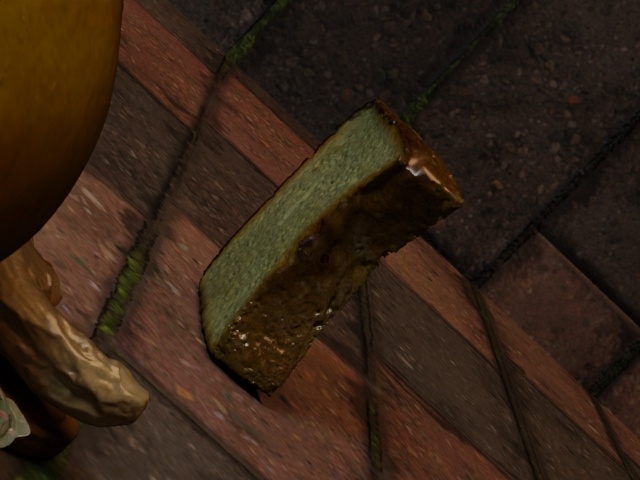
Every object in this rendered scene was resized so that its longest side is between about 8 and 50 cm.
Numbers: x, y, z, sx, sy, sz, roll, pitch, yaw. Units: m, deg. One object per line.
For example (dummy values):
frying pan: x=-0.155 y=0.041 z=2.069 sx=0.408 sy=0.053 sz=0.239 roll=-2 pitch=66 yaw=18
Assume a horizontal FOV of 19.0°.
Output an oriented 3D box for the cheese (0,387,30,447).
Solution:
cheese: x=-0.184 y=0.069 z=0.868 sx=0.121 sy=0.026 sz=0.067 roll=22 pitch=22 yaw=-40

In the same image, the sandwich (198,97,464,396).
sandwich: x=0.000 y=0.000 z=1.428 sx=0.065 sy=0.214 sz=0.186 roll=41 pitch=7 yaw=-16

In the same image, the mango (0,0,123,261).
mango: x=-0.220 y=-0.100 z=0.786 sx=0.445 sy=0.232 sz=0.300 roll=-67 pitch=147 yaw=-70

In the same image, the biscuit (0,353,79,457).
biscuit: x=-0.190 y=0.043 z=0.970 sx=0.175 sy=0.026 sz=0.124 roll=43 pitch=8 yaw=-4

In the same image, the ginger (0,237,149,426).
ginger: x=-0.154 y=0.030 z=0.970 sx=0.173 sy=0.051 sz=0.069 roll=54 pitch=13 yaw=28
